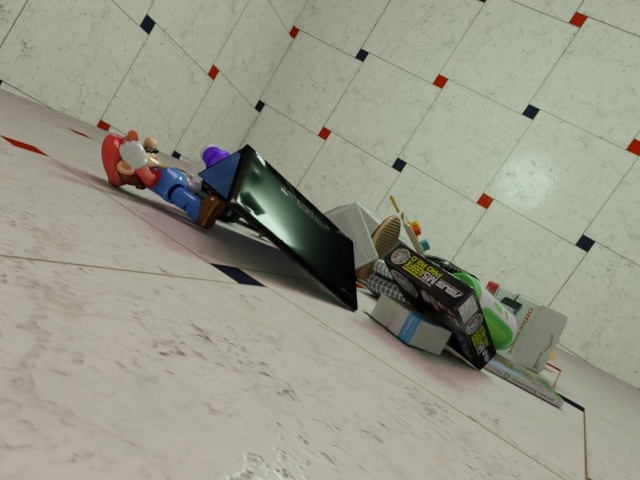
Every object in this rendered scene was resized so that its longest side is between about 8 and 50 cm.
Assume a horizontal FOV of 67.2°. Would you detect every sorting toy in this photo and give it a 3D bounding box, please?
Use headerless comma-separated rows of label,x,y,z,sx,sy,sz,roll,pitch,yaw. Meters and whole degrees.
sorting toy,0.327,-0.004,1.605,0.347,0.047,0.196,61,12,-11

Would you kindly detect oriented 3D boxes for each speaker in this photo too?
speaker,0.424,0.197,1.292,0.296,0.131,0.131,37,-4,-40

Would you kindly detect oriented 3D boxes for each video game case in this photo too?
video game case,0.491,0.333,1.213,0.193,0.023,0.212,27,5,14

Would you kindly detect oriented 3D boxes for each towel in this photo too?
towel,0.302,0.171,1.430,0.284,0.121,0.235,27,-4,-41

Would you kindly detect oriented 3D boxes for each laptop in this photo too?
laptop,-0.124,-0.015,1.188,0.382,0.236,0.408,41,26,-25

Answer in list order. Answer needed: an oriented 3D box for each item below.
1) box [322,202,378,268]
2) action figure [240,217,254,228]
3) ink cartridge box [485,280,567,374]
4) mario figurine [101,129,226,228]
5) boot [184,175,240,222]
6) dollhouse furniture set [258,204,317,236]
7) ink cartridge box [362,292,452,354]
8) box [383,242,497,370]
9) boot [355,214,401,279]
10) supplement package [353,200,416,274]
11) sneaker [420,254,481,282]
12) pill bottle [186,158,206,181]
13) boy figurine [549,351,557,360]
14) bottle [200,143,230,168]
box,0.068,-0.008,1.474,0.180,0.119,0.182,69,-13,-7
action figure,-0.215,-0.131,1.713,0.341,0.178,0.330,31,-4,19
ink cartridge box,0.611,0.267,1.530,0.114,0.197,0.273,23,5,-17
mario figurine,-0.373,-0.170,1.167,0.321,0.170,0.198,33,-37,-4
boot,-0.377,-0.152,1.484,0.246,0.094,0.207,37,7,39
dollhouse furniture set,-0.102,-0.030,1.438,0.161,0.101,0.182,2,-18,-8
ink cartridge box,0.187,0.176,1.072,0.104,0.061,0.181,25,4,-32
box,0.268,0.149,1.073,0.216,0.060,0.270,37,-15,46
boot,0.151,0.006,1.650,0.090,0.248,0.207,31,-1,-31
supplement package,0.206,0.024,1.792,0.175,0.177,0.293,21,23,-52
sneaker,0.387,0.098,1.444,0.222,0.083,0.118,24,-3,14
pill bottle,-0.441,-0.252,2.021,0.136,0.136,0.246,27,5,14
boy figurine,0.753,0.379,1.720,0.177,0.092,0.285,28,6,26
bottle,-0.288,-0.210,1.527,0.283,0.092,0.118,45,6,33
